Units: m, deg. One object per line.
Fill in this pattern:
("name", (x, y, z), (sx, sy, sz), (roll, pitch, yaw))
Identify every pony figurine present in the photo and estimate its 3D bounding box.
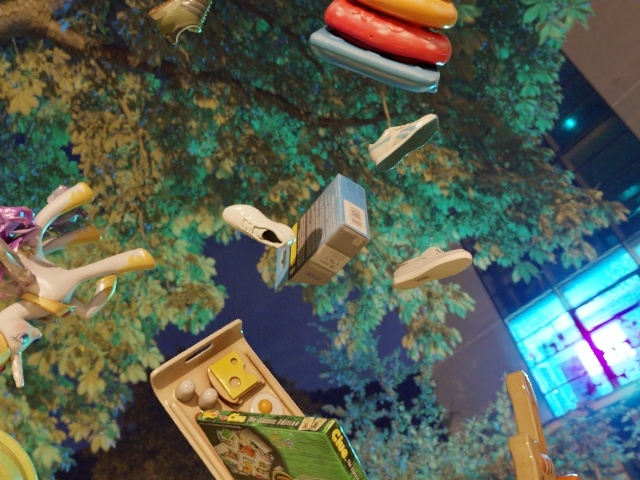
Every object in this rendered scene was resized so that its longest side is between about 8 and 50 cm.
("pony figurine", (-0.541, 0.040, 0.964), (0.302, 0.351, 0.363), (-35, 8, 41))

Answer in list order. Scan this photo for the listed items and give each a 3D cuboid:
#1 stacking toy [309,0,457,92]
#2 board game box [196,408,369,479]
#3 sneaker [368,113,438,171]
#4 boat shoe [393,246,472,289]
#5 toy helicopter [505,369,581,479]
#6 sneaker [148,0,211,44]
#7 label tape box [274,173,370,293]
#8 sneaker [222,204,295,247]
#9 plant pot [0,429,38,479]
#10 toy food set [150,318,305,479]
("stacking toy", (0.111, -0.338, 0.606), (0.165, 0.175, 0.302), (19, -63, -1))
("board game box", (-0.053, 0.293, 0.717), (0.259, 0.136, 0.030), (-12, 18, 41))
("sneaker", (0.244, -0.306, 1.574), (0.228, 0.092, 0.087), (-34, -32, 9))
("boat shoe", (0.223, 0.047, 1.081), (0.066, 0.063, 0.184), (17, -32, -32))
("toy helicopter", (0.378, 0.382, 0.905), (0.140, 0.355, 0.235), (-26, -62, 25))
("sneaker", (-0.290, -0.514, 1.199), (0.192, 0.064, 0.086), (-45, -53, -27))
("label tape box", (0.000, 0.000, 1.590), (0.105, 0.241, 0.334), (28, -54, -23))
("sneaker", (-0.124, -0.028, 1.034), (0.061, 0.152, 0.054), (-41, -27, -75))
("plant pot", (-0.545, 0.388, 0.677), (0.276, 0.276, 0.254), (-12, -7, -13))
("toy food set", (-0.149, 0.320, 1.029), (0.219, 0.306, 0.092), (-30, -17, -39))
